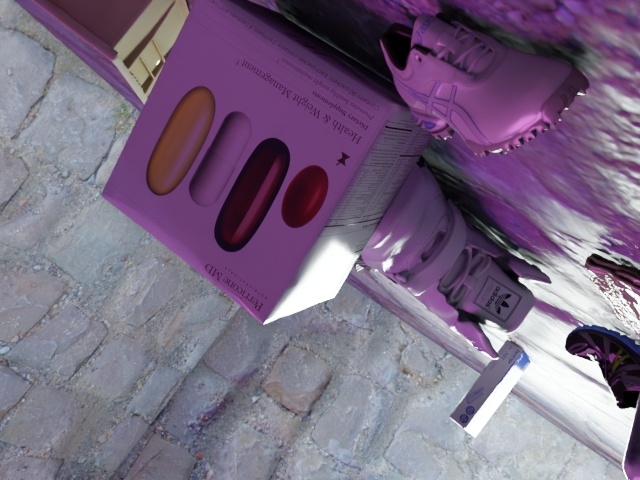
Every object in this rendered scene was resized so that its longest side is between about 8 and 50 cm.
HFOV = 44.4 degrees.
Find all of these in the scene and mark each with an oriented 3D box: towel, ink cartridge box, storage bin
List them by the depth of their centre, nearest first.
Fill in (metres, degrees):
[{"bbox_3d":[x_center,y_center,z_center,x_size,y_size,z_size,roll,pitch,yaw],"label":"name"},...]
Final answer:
[{"bbox_3d":[0.316,0.068,0.748,0.148,0.027,0.110,41,175,-40],"label":"towel"},{"bbox_3d":[-0.302,-0.312,0.981,0.262,0.123,0.260,37,175,-1],"label":"storage bin"},{"bbox_3d":[0.365,0.317,1.676,0.046,0.207,0.097,35,175,34],"label":"ink cartridge box"}]

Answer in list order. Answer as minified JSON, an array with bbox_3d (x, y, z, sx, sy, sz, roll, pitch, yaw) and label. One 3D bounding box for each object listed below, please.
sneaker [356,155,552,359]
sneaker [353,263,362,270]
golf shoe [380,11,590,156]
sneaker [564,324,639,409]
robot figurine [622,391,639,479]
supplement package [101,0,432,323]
[{"bbox_3d":[0.151,0.021,0.890,0.210,0.137,0.366,35,180,13],"label":"sneaker"},{"bbox_3d":[0.057,-0.045,1.255,0.122,0.110,0.283,54,179,22],"label":"sneaker"},{"bbox_3d":[0.090,-0.106,0.502,0.086,0.069,0.176,46,171,-24],"label":"golf shoe"},{"bbox_3d":[0.368,0.161,0.954,0.067,0.078,0.188,41,174,-37],"label":"sneaker"},{"bbox_3d":[0.395,0.220,0.600,0.353,0.199,0.300,39,151,-14],"label":"robot figurine"},{"bbox_3d":[-0.040,-0.074,0.681,0.194,0.203,0.149,35,-162,17],"label":"supplement package"}]
